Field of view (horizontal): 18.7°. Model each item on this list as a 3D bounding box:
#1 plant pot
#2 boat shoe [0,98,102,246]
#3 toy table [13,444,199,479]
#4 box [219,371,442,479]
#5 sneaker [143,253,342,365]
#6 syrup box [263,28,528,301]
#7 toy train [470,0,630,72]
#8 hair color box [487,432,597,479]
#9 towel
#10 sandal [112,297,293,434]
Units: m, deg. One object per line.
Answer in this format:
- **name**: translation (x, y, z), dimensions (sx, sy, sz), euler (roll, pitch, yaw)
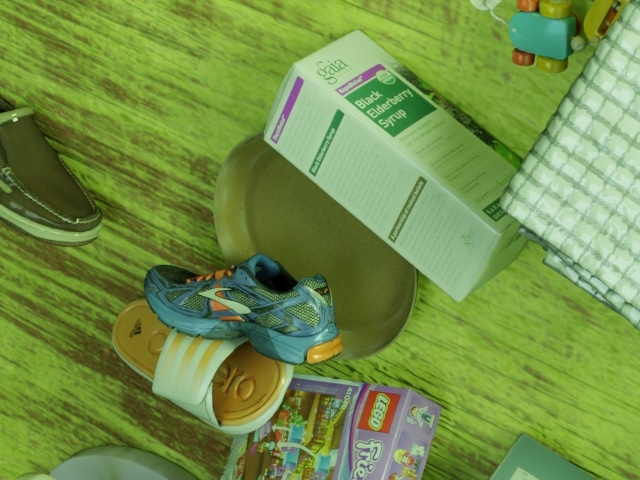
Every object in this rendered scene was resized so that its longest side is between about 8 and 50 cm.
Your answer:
- **plant pot**: translation (0.000, 0.000, 1.813), dimensions (0.236, 0.032, 0.236), euler (19, 124, 31)
- **boat shoe**: translation (-0.322, -0.093, 1.995), dimensions (0.257, 0.095, 0.095), euler (35, 126, 21)
- **toy table**: translation (-0.244, 0.340, 2.125), dimensions (0.274, 0.161, 0.252), euler (-14, 104, 43)
- **box**: translation (-0.017, 0.272, 1.822), dimensions (0.201, 0.293, 0.057), euler (5, 160, 43)
- **sneaker**: translation (-0.071, 0.050, 1.836), dimensions (0.221, 0.083, 0.087), euler (13, 108, 29)
- **syrup box**: translation (0.074, -0.067, 1.666), dimensions (0.237, 0.093, 0.096), euler (41, 134, 16)
- **toy train**: translation (0.201, -0.204, 1.517), dimensions (0.166, 0.046, 0.125), euler (-29, 92, 43)
- **hair color box**: translation (0.125, 0.374, 1.787), dimensions (0.114, 0.185, 0.374), euler (33, 129, 9)
- **towel**: translation (0.303, -0.034, 1.422), dimensions (0.284, 0.121, 0.235), euler (36, 107, 19)
- **sandal**: translation (-0.140, 0.115, 1.918), dimensions (0.265, 0.076, 0.102), euler (19, 82, 44)
